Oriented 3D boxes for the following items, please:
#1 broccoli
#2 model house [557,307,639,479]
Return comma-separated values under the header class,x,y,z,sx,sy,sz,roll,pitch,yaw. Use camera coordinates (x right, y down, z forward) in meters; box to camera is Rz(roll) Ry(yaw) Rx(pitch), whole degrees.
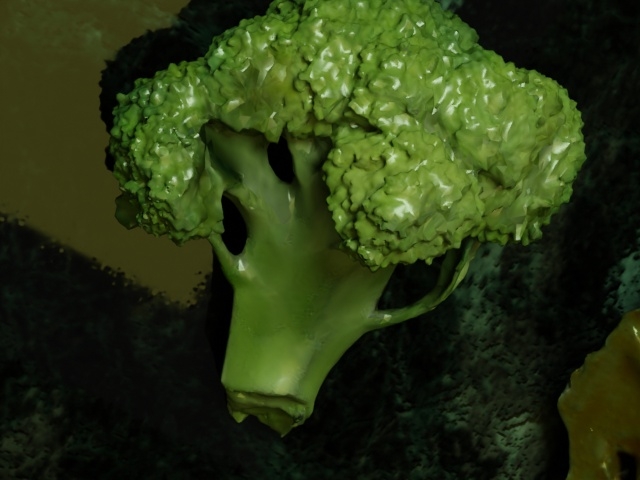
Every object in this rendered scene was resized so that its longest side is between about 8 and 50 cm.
class,x,y,z,sx,sy,sz,roll,pitch,yaw
broccoli,0.001,-0.021,0.682,0.254,0.186,0.302,39,88,-30
model house,0.305,0.097,0.795,0.268,0.173,0.239,-9,109,-13
